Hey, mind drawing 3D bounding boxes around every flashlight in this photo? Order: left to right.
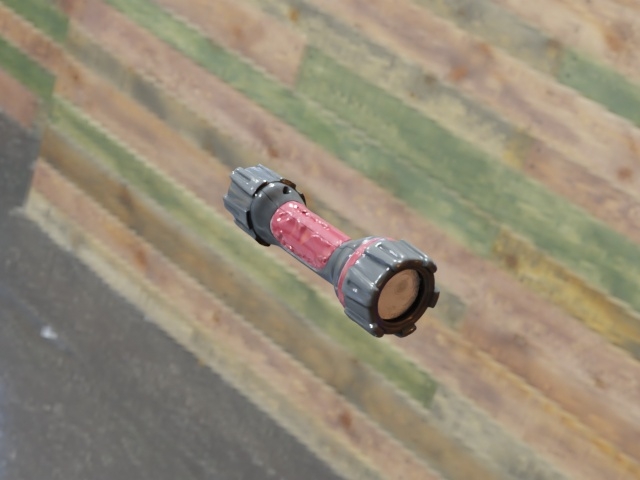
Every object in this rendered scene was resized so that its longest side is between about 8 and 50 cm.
[{"bbox_3d":[0.000,0.000,1.549,0.103,0.103,0.304,-2,26,-39],"label":"flashlight"}]
